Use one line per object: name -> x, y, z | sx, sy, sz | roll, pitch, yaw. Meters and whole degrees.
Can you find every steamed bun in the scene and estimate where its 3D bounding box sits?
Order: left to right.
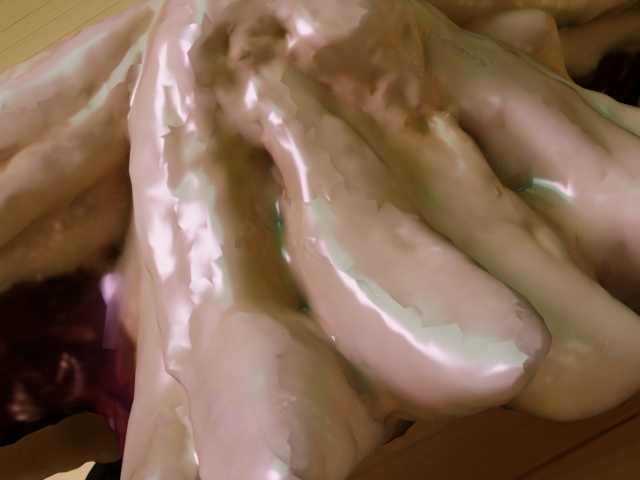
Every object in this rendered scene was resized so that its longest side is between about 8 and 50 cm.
steamed bun -> 0.000, 0.000, 0.603 | 0.428, 0.189, 0.247 | -23, -13, -28

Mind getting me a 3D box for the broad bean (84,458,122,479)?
broad bean -> -0.032, 0.097, 0.663 | 0.144, 0.049, 0.292 | -32, 21, -13
